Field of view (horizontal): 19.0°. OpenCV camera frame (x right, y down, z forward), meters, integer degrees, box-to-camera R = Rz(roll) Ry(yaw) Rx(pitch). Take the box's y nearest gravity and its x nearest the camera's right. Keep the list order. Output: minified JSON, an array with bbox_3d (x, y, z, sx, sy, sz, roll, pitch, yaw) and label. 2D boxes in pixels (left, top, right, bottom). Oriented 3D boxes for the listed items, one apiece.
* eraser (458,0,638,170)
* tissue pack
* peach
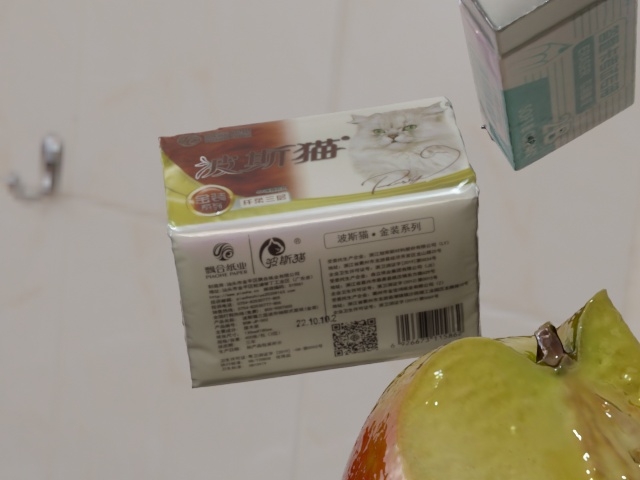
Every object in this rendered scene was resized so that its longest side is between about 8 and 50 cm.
[{"bbox_3d":[0.139,-0.118,1.158,0.095,0.052,0.225,-30,-21,-2],"label":"eraser"},{"bbox_3d":[0.000,-0.001,0.954,0.148,0.106,0.099,-7,39,-3],"label":"tissue pack"},{"bbox_3d":[0.063,0.092,0.486,0.151,0.118,0.151,24,35,-18],"label":"peach"}]
